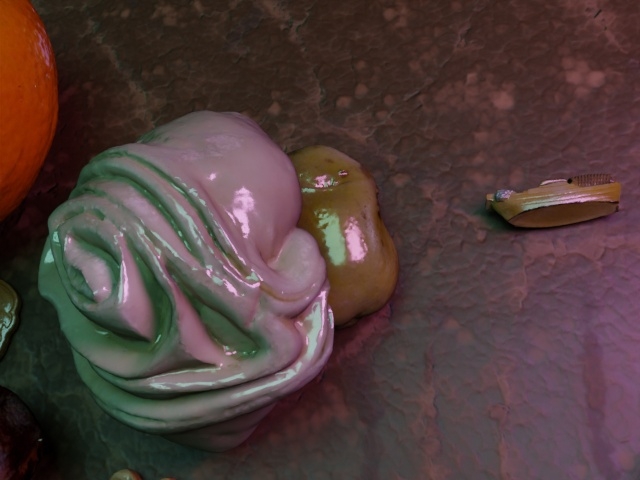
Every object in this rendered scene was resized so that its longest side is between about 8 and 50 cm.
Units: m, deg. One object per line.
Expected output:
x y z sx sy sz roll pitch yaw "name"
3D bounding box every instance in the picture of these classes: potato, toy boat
-0.003 0.000 0.803 0.137 0.154 0.200 -6 71 -36 "potato"
0.261 -0.046 0.824 0.149 0.047 0.049 -7 53 6 "toy boat"

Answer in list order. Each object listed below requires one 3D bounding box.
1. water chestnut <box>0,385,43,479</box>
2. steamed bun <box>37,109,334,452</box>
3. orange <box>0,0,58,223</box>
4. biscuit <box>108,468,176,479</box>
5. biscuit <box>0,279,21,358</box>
-0.389 0.261 0.757 0.238 0.223 0.224 44 79 -15 "water chestnut"
-0.160 0.041 0.715 0.324 0.219 0.310 -43 58 40 "steamed bun"
-0.516 -0.156 0.882 0.424 0.326 0.424 -13 48 16 "orange"
-0.221 0.319 0.781 0.184 0.027 0.133 -25 64 2 "biscuit"
-0.428 0.106 0.918 0.102 0.019 0.130 9 69 14 "biscuit"
